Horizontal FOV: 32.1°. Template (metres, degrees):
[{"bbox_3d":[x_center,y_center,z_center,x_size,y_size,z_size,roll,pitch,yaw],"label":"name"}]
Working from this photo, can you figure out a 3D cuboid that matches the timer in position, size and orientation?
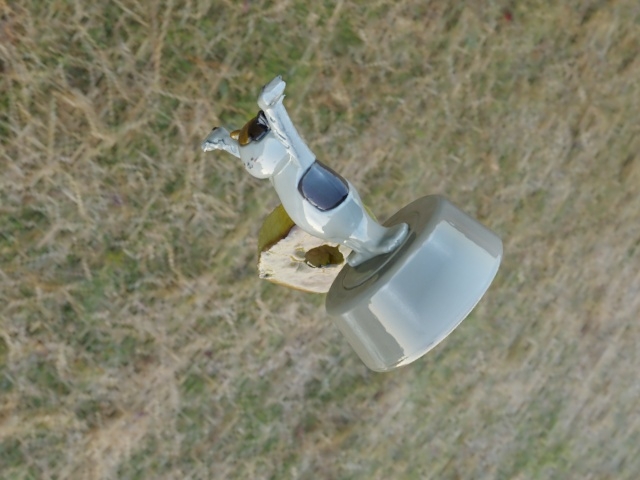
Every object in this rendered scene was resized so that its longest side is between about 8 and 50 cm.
[{"bbox_3d":[0.016,-0.027,1.026,0.266,0.175,0.175,43,80,-12],"label":"timer"}]

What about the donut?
[{"bbox_3d":[0.000,0.000,1.426,0.162,0.065,0.178,-35,144,24],"label":"donut"}]
